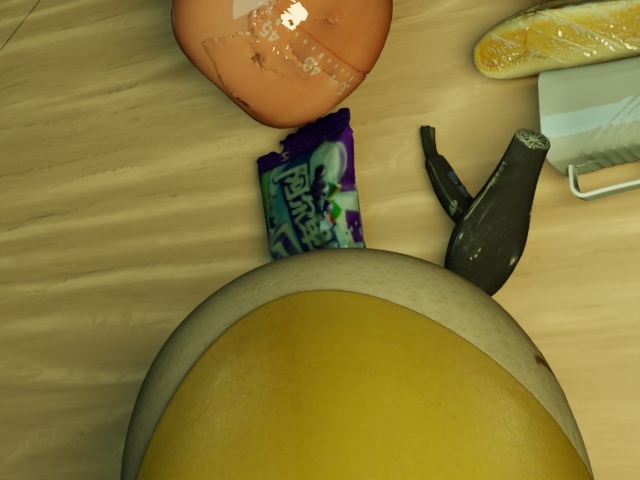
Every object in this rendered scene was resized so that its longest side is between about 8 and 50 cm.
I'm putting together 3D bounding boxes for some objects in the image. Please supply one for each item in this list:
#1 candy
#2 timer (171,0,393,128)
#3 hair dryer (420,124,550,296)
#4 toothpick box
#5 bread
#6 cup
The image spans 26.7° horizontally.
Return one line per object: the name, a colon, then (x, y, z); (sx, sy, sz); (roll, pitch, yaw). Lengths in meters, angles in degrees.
candy: (0.000, 0.000, 1.447); (0.145, 0.070, 0.275); (-25, 65, 34)
timer: (-0.042, -0.241, 1.444); (0.229, 0.229, 0.215); (41, 97, 34)
hair dryer: (0.146, -0.066, 1.354); (0.219, 0.075, 0.195); (-118, 37, -46)
toothpick box: (0.028, 0.246, 1.111); (0.409, 0.409, 0.425); (-37, 34, 18)
bread: (0.256, -0.208, 1.348); (0.214, 0.053, 0.073); (-8, 100, 29)
cup: (0.277, -0.105, 1.281); (0.129, 0.095, 0.128); (-9, 71, 29)
